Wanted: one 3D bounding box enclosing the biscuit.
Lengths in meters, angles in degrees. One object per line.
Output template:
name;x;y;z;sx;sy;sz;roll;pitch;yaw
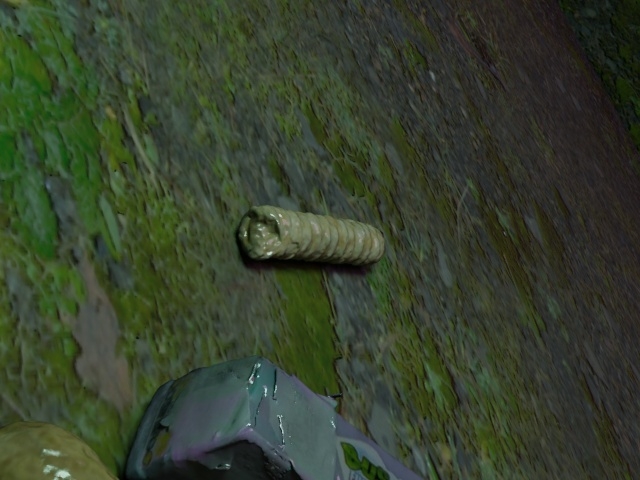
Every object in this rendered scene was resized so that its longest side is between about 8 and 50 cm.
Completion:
biscuit;0.000;0.000;0.854;0.219;0.055;0.061;8;67;-48

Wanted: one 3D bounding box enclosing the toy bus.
toy bus;0.006;0.216;0.610;0.317;0.138;0.112;41;35;-24

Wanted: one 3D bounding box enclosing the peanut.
peanut;-0.144;0.186;0.498;0.193;0.089;0.089;45;35;-16
